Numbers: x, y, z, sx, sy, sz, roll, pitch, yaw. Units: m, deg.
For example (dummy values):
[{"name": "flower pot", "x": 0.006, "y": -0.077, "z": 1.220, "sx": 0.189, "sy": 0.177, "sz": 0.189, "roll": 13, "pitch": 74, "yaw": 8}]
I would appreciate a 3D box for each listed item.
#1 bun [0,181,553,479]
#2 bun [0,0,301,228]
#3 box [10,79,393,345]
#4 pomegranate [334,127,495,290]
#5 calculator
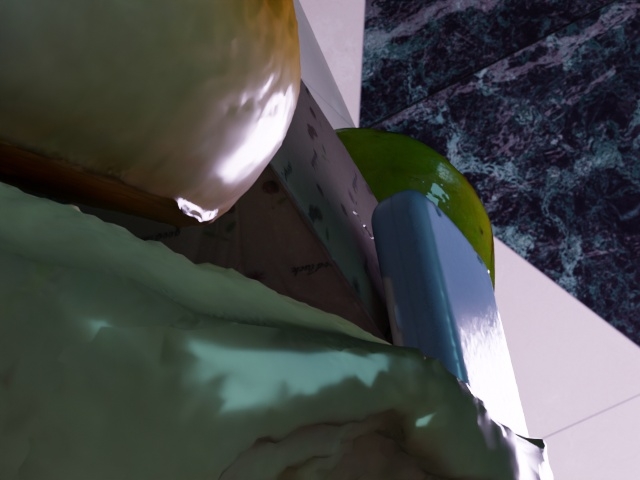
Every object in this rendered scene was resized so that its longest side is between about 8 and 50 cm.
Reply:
[{"name": "bun", "x": -0.103, "y": 0.092, "z": 0.516, "sx": 0.364, "sy": 0.202, "sz": 0.364, "roll": 24, "pitch": -4, "yaw": 2}, {"name": "bun", "x": -0.148, "y": -0.118, "z": 0.533, "sx": 0.299, "sy": 0.298, "sz": 0.165, "roll": 33, "pitch": 74, "yaw": -69}, {"name": "box", "x": -0.069, "y": 0.043, "z": 0.832, "sx": 0.297, "sy": 0.225, "sz": 0.190, "roll": 57, "pitch": 15, "yaw": -29}, {"name": "pomegranate", "x": 0.000, "y": 0.000, "z": 1.044, "sx": 0.302, "sy": 0.236, "sz": 0.236, "roll": 50, "pitch": 17, "yaw": -38}, {"name": "calculator", "x": 0.075, "y": 0.066, "z": 0.767, "sx": 0.121, "sy": 0.039, "sz": 0.210, "roll": 45, "pitch": 29, "yaw": -52}]
